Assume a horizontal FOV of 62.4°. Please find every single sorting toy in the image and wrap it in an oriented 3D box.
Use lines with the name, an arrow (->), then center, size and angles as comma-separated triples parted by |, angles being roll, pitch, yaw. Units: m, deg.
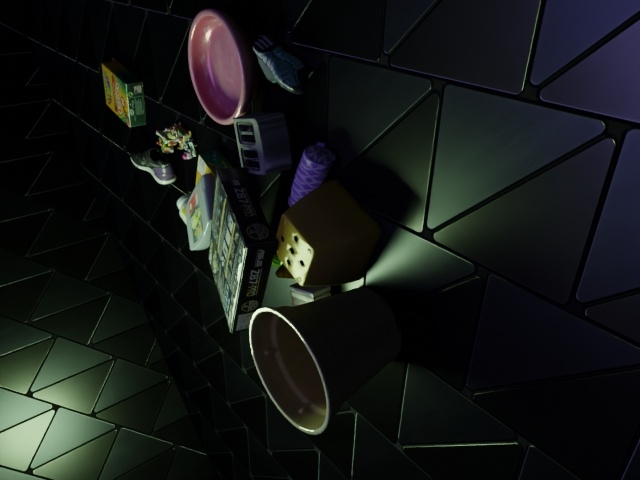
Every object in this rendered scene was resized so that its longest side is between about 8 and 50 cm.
sorting toy -> -0.159, 0.058, 1.689 | 0.366, 0.126, 0.127 | 17, 121, 49

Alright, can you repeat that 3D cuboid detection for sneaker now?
sneaker -> -0.098, -0.443, 1.401 | 0.223, 0.083, 0.098 | 54, 164, 28
sneaker -> -0.717, -0.357, 2.256 | 0.283, 0.107, 0.124 | 32, 140, 29

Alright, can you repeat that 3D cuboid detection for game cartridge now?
game cartridge -> -0.410, -0.081, 1.835 | 0.294, 0.060, 0.196 | -41, 60, 56

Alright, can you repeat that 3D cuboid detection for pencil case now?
pencil case -> -0.029, -0.167, 1.429 | 0.206, 0.086, 0.088 | 115, 161, -44

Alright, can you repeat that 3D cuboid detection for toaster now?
toaster -> -0.162, -0.279, 1.526 | 0.186, 0.110, 0.168 | 17, 121, 49

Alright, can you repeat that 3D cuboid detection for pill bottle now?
pill bottle -> -0.491, -0.098, 2.084 | 0.184, 0.103, 0.103 | 49, 141, 27

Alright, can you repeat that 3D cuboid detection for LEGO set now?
LEGO set -> -0.595, -0.390, 2.070 | 0.287, 0.107, 0.132 | 17, 120, 49

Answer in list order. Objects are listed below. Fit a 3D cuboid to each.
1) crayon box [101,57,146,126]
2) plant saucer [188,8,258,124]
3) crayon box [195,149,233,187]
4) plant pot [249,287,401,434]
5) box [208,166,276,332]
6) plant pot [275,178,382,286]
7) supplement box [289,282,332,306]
crayon box -> -0.887, -0.663, 2.355 | 0.318, 0.081, 0.202 | 40, 137, 36
plant saucer -> -0.288, -0.522, 1.596 | 0.332, 0.084, 0.332 | 30, 131, 42
crayon box -> -0.335, -0.163, 1.852 | 0.278, 0.081, 0.165 | 50, 142, 26
plant pot -> 0.033, 0.275, 1.376 | 0.334, 0.305, 0.333 | 31, 131, 43
box -> -0.248, 0.034, 1.571 | 0.318, 0.097, 0.395 | 61, 149, 37
plant pot -> 0.000, 0.000, 1.381 | 0.212, 0.187, 0.212 | 49, 141, 26
supplement box -> -0.014, 0.250, 1.635 | 0.130, 0.073, 0.239 | 12, 116, 52
